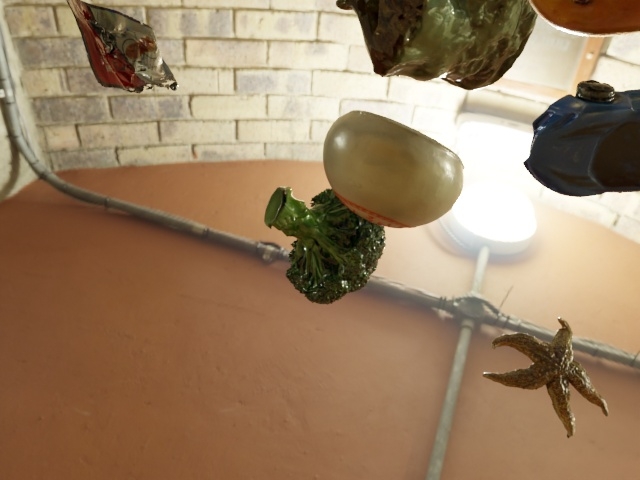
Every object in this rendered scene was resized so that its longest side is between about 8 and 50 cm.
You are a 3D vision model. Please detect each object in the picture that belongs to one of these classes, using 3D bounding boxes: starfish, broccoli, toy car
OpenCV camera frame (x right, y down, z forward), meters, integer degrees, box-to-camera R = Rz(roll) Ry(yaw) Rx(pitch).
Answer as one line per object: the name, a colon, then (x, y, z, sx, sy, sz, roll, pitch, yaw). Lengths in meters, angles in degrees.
starfish: (0.574, 0.333, 1.443, 0.299, 0.060, 0.302, -28, -111, -23)
broccoli: (0.000, 0.000, 1.337, 0.297, 0.297, 0.297, 25, -148, -28)
toy car: (0.285, -0.084, 0.505, 0.216, 0.103, 0.063, -6, -144, -9)

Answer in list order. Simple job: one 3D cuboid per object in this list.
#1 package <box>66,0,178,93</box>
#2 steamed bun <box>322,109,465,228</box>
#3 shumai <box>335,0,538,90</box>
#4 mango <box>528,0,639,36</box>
package: (-0.391, -0.382, 1.167, 0.194, 0.071, 0.269, 58, -154, 2)
steamed bun: (0.104, -0.097, 0.917, 0.232, 0.145, 0.232, 25, -178, -1)
shumai: (0.206, -0.454, 1.122, 0.323, 0.397, 0.324, -25, -117, -24)
mango: (0.242, -0.220, 0.398, 0.219, 0.112, 0.145, -25, -127, -2)
